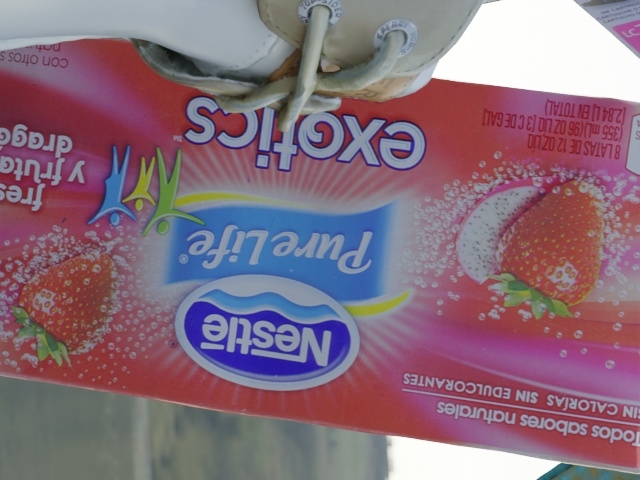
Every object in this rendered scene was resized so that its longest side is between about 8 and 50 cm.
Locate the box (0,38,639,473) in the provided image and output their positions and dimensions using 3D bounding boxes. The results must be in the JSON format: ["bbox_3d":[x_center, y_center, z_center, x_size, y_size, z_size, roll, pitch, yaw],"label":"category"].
[{"bbox_3d":[0.000,0.000,0.715,0.154,0.300,0.142,-1,99,-81],"label":"box"}]

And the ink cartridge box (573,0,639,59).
[{"bbox_3d":[0.145,-0.245,0.946,0.065,0.311,0.185,-10,-121,45],"label":"ink cartridge box"}]

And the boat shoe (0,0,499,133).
[{"bbox_3d":[0.000,-0.083,0.417,0.113,0.302,0.103,-13,-81,63],"label":"boat shoe"}]

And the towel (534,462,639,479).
[{"bbox_3d":[0.274,0.247,1.207,0.040,0.370,0.271,24,34,-56],"label":"towel"}]
